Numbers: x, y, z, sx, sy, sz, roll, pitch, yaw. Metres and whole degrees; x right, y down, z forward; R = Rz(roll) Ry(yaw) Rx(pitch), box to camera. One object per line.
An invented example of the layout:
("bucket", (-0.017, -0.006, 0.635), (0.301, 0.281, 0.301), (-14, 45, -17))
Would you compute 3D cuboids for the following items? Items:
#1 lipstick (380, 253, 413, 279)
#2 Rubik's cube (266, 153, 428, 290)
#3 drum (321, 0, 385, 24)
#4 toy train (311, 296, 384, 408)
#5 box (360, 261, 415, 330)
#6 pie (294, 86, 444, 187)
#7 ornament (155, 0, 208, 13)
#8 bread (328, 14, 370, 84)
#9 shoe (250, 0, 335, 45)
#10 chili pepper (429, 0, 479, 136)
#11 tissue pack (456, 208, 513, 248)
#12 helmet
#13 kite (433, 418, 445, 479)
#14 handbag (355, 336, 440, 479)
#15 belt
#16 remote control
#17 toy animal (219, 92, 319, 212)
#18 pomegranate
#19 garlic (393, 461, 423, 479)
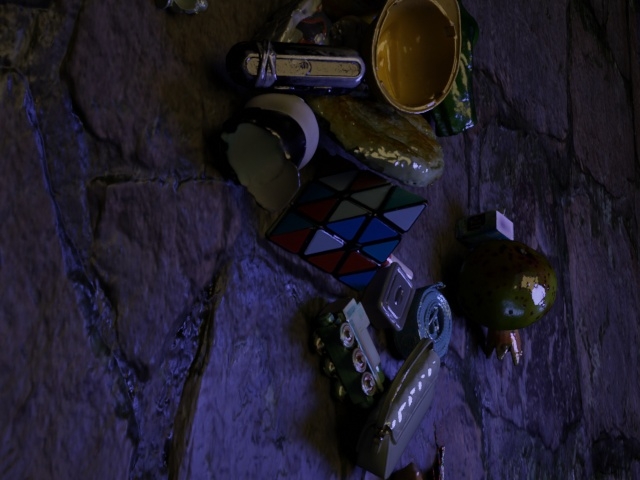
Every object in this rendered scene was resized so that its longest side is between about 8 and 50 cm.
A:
("lipstick", (0.139, 0.046, 1.601), (0.130, 0.038, 0.038), (39, 52, -39))
("Rubik's cube", (0.000, 0.000, 1.429), (0.234, 0.284, 0.250), (-12, 124, -33))
("drum", (0.101, -0.657, 1.594), (0.431, 0.214, 0.432), (25, 56, -44))
("toy train", (0.058, 0.205, 1.426), (0.125, 0.080, 0.194), (-43, 112, -53))
("box", (0.132, 0.113, 1.554), (0.089, 0.062, 0.122), (51, 46, -30))
("pie", (0.111, -0.215, 1.511), (0.371, 0.078, 0.296), (5, 40, -49))
("ornament", (-0.222, -0.391, 1.272), (0.092, 0.041, 0.069), (16, 45, -36))
("bread", (0.076, -0.383, 1.596), (0.177, 0.084, 0.119), (9, 101, -51))
("shoe", (-0.042, -0.361, 1.440), (0.126, 0.099, 0.228), (56, 45, -28))
("chili pepper", (0.291, -0.439, 1.827), (0.213, 0.167, 0.385), (-22, 98, -50))
("tissue pack", (0.395, -0.034, 1.885), (0.085, 0.111, 0.079), (28, 58, -44))
("helmet", (0.153, -0.368, 1.516), (0.205, 0.140, 0.257), (12, 88, -29))
("kite", (0.241, 0.451, 1.583), (0.198, 0.006, 0.245), (-63, 148, -60))
("handbag", (0.147, 0.288, 1.436), (0.256, 0.079, 0.219), (-46, 150, -48))
("belt", (0.209, 0.175, 1.616), (0.163, 0.082, 0.148), (-18, 94, -55))
("remote control", (-0.032, -0.294, 1.329), (0.265, 0.066, 0.090), (-4, 89, -34))
("toy animal", (-0.080, -0.160, 1.321), (0.179, 0.138, 0.166), (-57, 144, -52))
("pomegranate", (0.412, 0.139, 1.805), (0.230, 0.230, 0.286), (11, 99, -49))
("garlic", (0.193, 0.577, 1.461), (0.143, 0.112, 0.318), (42, 39, -68))
